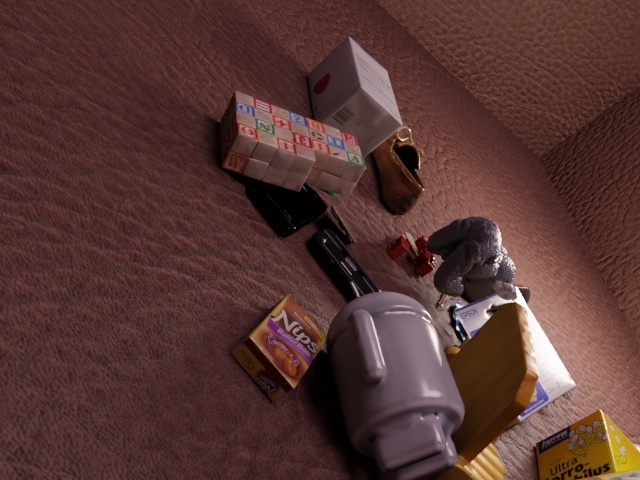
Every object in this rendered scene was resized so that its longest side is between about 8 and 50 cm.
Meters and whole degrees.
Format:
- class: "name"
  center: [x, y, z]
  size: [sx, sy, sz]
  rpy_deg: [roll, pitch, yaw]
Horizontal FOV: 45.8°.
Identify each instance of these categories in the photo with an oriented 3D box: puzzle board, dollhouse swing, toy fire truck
- class: "puzzle board"
  center: [0.049, -0.035, 1.713]
  size: [0.096, 0.011, 0.128]
  rpy_deg: [57, -1, 0]
- class: "dollhouse swing"
  center: [0.359, 0.353, 1.444]
  size: [0.315, 0.305, 0.347]
  rpy_deg: [45, 25, -14]
- class: "toy fire truck"
  center: [0.245, 0.024, 1.988]
  size: [0.135, 0.047, 0.192]
  rpy_deg: [47, 26, -11]

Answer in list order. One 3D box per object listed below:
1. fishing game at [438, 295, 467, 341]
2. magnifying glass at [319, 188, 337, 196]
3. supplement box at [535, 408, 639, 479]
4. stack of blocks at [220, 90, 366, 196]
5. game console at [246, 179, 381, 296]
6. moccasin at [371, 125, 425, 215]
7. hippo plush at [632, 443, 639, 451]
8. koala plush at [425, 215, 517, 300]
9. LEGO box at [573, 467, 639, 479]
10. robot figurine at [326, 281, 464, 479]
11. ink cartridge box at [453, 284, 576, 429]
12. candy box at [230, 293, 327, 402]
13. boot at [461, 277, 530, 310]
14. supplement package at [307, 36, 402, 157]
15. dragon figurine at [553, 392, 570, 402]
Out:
- class: "fishing game"
  center: [0.416, 0.239, 2.005]
  size: [0.264, 0.041, 0.189]
  rpy_deg: [53, 28, 3]
- class: "magnifying glass"
  center: [-0.054, -0.173, 1.702]
  size: [0.231, 0.026, 0.092]
  rpy_deg: [34, 14, 0]
- class: "supplement box"
  center: [0.636, 0.596, 1.716]
  size: [0.195, 0.194, 0.356]
  rpy_deg: [46, 25, -13]
- class: "stack of blocks"
  center: [-0.058, -0.190, 1.601]
  size: [0.297, 0.087, 0.171]
  rpy_deg: [17, 36, -23]
- class: "game console"
  center: [0.000, 0.000, 1.610]
  size: [0.361, 0.044, 0.213]
  rpy_deg: [51, 24, 2]
- class: "moccasin"
  center: [0.231, -0.238, 2.194]
  size: [0.139, 0.147, 0.380]
  rpy_deg: [40, 28, -25]
- class: "hippo plush"
  center: [0.785, 0.674, 1.902]
  size: [0.234, 0.294, 0.236]
  rpy_deg: [35, 51, 7]
- class: "koala plush"
  center: [0.419, 0.057, 1.934]
  size: [0.221, 0.203, 0.196]
  rpy_deg: [33, 35, -31]
- class: "LEGO box"
  center: [0.741, 0.626, 1.445]
  size: [0.500, 0.193, 0.372]
  rpy_deg: [-1, 85, -25]
- class: "robot figurine"
  center: [0.123, 0.234, 1.320]
  size: [0.300, 0.200, 0.353]
  rpy_deg: [60, 12, -49]
- class: "ink cartridge box"
  center: [0.485, 0.289, 1.935]
  size: [0.304, 0.072, 0.307]
  rpy_deg: [-13, 66, -44]
- class: "candy box"
  center: [-0.064, 0.173, 1.260]
  size: [0.109, 0.053, 0.186]
  rpy_deg: [50, 24, -3]
- class: "boot"
  center: [0.488, 0.138, 2.230]
  size: [0.305, 0.112, 0.115]
  rpy_deg: [18, 11, -44]
- class: "supplement package"
  center: [0.091, -0.400, 2.134]
  size: [0.175, 0.177, 0.293]
  rpy_deg: [35, 29, -31]
- class: "dragon figurine"
  center: [0.592, 0.328, 2.128]
  size: [0.144, 0.085, 0.289]
  rpy_deg: [12, 47, -54]
